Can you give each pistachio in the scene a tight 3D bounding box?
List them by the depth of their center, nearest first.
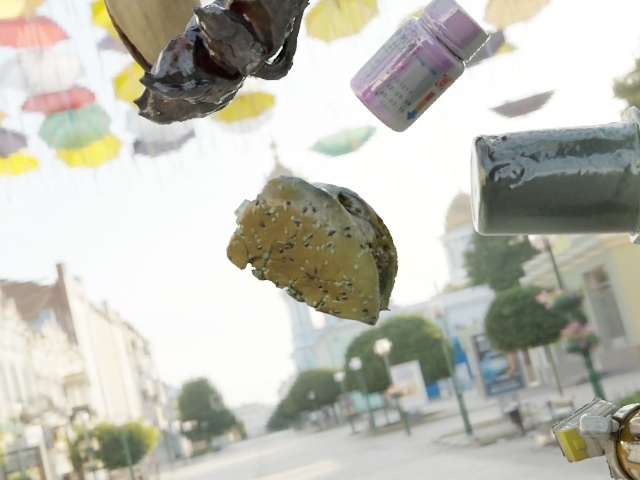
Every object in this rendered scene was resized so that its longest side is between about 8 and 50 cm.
[{"bbox_3d":[-0.273,-0.378,1.886,0.157,0.229,0.157,-19,16,6],"label":"pistachio"}]

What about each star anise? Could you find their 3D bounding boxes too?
[{"bbox_3d":[-0.111,-0.251,1.467,0.316,0.139,0.359,-47,0,10],"label":"star anise"}]

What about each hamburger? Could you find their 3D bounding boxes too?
[{"bbox_3d":[0.000,0.000,1.773,0.192,0.288,0.167,-67,-9,28],"label":"hamburger"}]

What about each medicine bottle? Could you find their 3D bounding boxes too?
[{"bbox_3d":[0.188,-0.338,2.143,0.254,0.152,0.152,-47,-19,15],"label":"medicine bottle"}]

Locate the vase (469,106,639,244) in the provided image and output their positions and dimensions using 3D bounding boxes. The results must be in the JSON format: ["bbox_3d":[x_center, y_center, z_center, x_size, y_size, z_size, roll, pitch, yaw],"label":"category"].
[{"bbox_3d":[0.410,-0.108,1.971,0.291,0.245,0.245,-2,-8,4],"label":"vase"}]

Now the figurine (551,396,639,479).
[{"bbox_3d":[0.506,0.313,1.715,0.309,0.143,0.308,2,-7,0],"label":"figurine"}]
